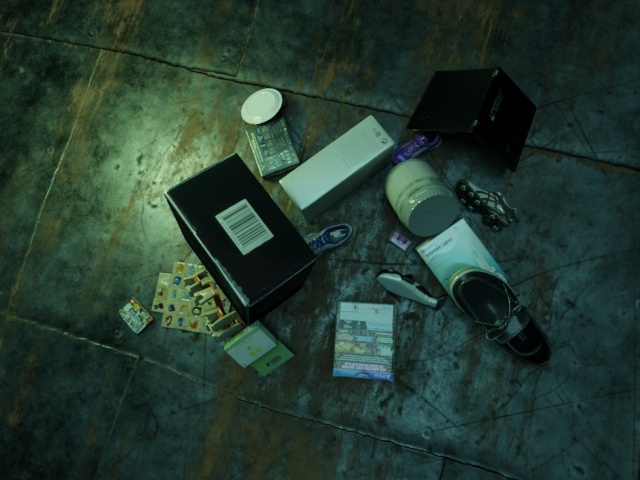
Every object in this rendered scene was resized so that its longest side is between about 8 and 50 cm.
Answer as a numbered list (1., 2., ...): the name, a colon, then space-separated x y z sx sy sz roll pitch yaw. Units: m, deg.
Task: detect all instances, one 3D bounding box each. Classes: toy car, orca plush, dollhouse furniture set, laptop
1. toy car: -0.199 -0.605 1.907 0.060 0.040 0.122 40 84 -11
2. orca plush: 0.372 0.171 1.703 0.288 0.151 0.102 17 52 11
3. dollhouse furniture set: -0.386 0.264 1.617 0.135 0.258 0.262 -28 50 -24
4. laptop: 0.643 -0.515 1.769 0.408 0.236 0.381 36 66 -17

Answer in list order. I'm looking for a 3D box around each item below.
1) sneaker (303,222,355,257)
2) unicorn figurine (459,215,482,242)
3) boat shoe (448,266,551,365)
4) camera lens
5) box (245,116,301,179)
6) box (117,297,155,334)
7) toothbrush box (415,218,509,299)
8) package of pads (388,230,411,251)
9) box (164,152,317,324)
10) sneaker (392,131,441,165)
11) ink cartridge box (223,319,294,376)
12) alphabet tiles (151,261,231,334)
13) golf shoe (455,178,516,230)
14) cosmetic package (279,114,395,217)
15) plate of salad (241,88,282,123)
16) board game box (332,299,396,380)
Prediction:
1. sneaker: 0.000 0.000 1.749 0.297 0.131 0.111 -28 81 2
2. unicorn figurine: 0.597 -0.019 1.737 0.162 0.060 0.111 38 86 -6
3. boat shoe: 0.668 0.281 1.534 0.187 0.156 0.500 -43 105 12
4. camera lens: 0.386 -0.174 1.651 0.220 0.219 0.274 -21 42 2
5. box: -0.209 -0.408 1.868 0.184 0.059 0.232 -21 81 2
6. box: -0.801 0.328 1.825 0.137 0.027 0.094 44 86 10
7. toothbrush box: 0.548 0.090 1.653 0.216 0.126 0.295 -37 87 9
8. package of pads: 0.334 0.003 1.766 0.083 0.032 0.050 36 87 10
9. box: -0.292 0.024 1.569 0.298 0.471 0.479 -34 80 -20
10. sneaker: 0.410 -0.405 1.787 0.237 0.104 0.095 -32 81 1
11. ink cartridge box: -0.239 0.445 1.668 0.171 0.056 0.235 -36 111 10
12. alphabet tiles: -0.553 0.247 1.824 0.344 0.011 0.284 8 82 6
13. golf shoe: 0.680 -0.163 1.738 0.273 0.105 0.120 45 72 4
14. cosmetic package: 0.074 -0.286 1.738 0.454 0.230 0.161 -36 79 -2
15. plate of salad: -0.260 -0.597 1.885 0.200 0.048 0.199 -8 63 16
16. board game box: 0.174 0.388 1.665 0.233 0.141 0.290 3 82 6
